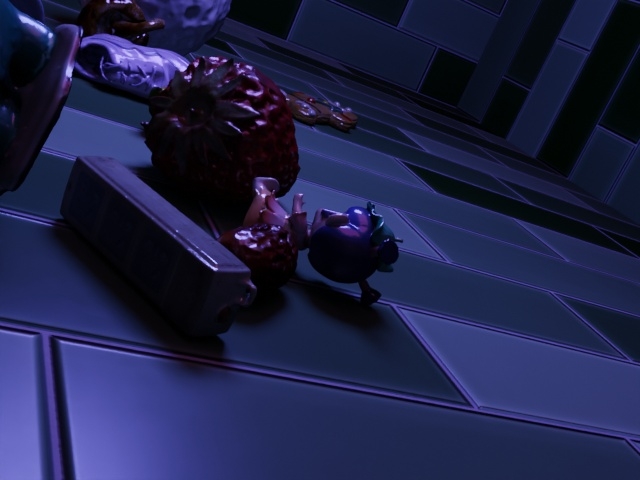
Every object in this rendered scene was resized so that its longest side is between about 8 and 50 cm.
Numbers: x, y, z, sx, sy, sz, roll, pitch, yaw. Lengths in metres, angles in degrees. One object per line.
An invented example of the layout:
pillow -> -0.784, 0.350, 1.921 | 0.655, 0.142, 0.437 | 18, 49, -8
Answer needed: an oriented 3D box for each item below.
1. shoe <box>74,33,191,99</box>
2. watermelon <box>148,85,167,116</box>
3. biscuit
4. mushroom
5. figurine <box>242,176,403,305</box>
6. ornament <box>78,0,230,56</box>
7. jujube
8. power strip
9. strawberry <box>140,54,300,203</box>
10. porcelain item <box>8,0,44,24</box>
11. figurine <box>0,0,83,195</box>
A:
shoe -> -0.330, -0.300, 1.464 | 0.245, 0.095, 0.137 | 22, 21, 5
watermelon -> -0.217, -0.208, 1.346 | 0.075, 0.092, 0.181 | 20, 20, 37
biscuit -> -0.007, -0.329, 2.051 | 0.197, 0.049, 0.301 | 37, 20, 30
mushroom -> -0.387, -0.412, 1.603 | 0.171, 0.135, 0.080 | -8, 29, -10
figurine -> 0.000, 0.000, 0.988 | 0.195, 0.111, 0.102 | 11, 56, 8
ornament -> -0.343, -0.551, 1.765 | 0.337, 0.337, 0.337 | 22, 17, -7
jujube -> -0.067, 0.021, 0.885 | 0.077, 0.077, 0.129 | 30, 16, 18
power strip -> -0.169, -0.002, 0.805 | 0.272, 0.078, 0.052 | 36, 22, 33
strawberry -> -0.116, -0.130, 1.148 | 0.205, 0.205, 0.244 | 34, -2, 28
porcelain item -> -0.493, -0.321, 1.203 | 0.114, 0.147, 0.147 | 26, 17, 11
figurine -> -0.412, -0.194, 0.749 | 0.340, 0.323, 0.231 | 25, -15, -32
